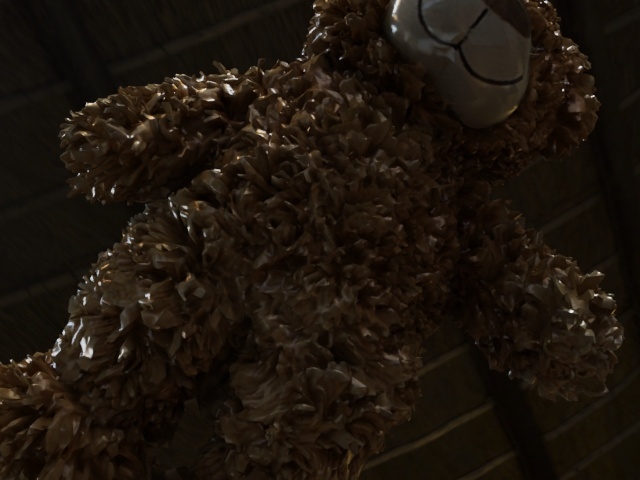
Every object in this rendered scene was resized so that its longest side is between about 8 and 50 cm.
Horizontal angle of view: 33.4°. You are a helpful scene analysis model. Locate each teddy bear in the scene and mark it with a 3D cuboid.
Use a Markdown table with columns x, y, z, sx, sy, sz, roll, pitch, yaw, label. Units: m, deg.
| x | y | z | sx | sy | sz | roll | pitch | yaw | label |
| --- | --- | --- | --- | --- | --- | --- | --- | --- | --- |
| 0.000 | 0.000 | 0.453 | 0.338 | 0.113 | 0.245 | -38 | -112 | -11 | teddy bear |
